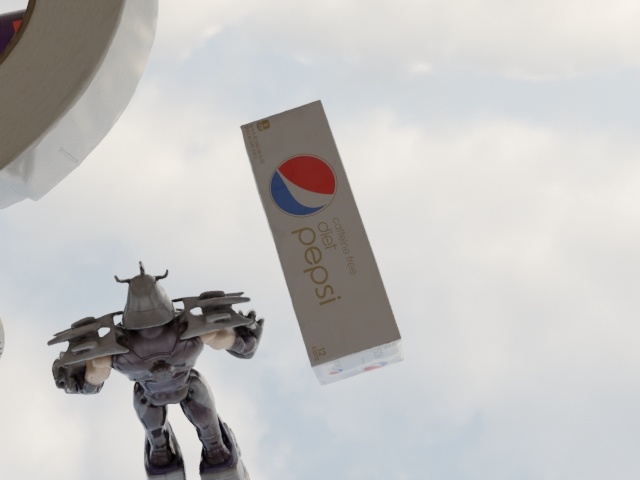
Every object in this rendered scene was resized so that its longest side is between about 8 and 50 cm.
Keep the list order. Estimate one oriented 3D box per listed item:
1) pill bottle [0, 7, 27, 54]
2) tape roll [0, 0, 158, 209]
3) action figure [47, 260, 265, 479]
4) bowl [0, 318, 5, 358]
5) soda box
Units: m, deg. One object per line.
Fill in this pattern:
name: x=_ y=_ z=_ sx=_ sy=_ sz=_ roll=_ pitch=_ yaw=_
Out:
pill bottle: x=-0.430 y=-0.212 z=1.289 sx=0.323 sy=0.181 sz=0.181 roll=-16 pitch=-130 yaw=-14
tape roll: x=-0.346 y=-0.209 z=0.924 sx=0.392 sy=0.072 sz=0.392 roll=-5 pitch=-109 yaw=15
action figure: x=-0.135 y=0.128 z=0.839 sx=0.185 sy=0.285 sz=0.099 roll=-6 pitch=-142 yaw=1
bowl: x=-0.396 y=0.105 z=0.904 sx=0.170 sy=0.170 sz=0.080 roll=-4 pitch=-146 yaw=6
soda box: x=0.000 y=0.000 z=0.766 sx=0.074 sy=0.069 sz=0.216 roll=-18 pitch=-112 yaw=0
